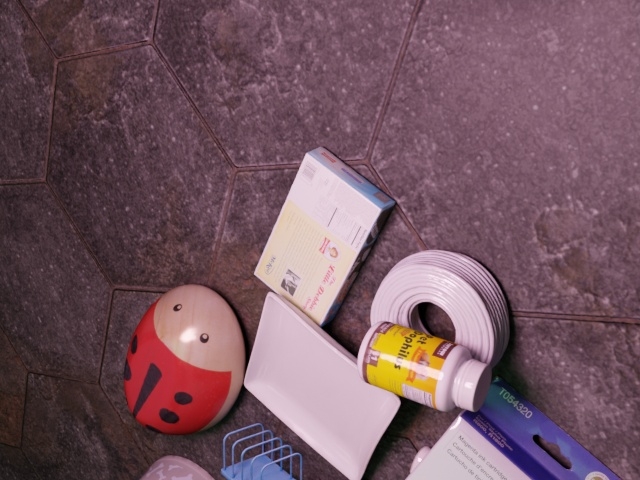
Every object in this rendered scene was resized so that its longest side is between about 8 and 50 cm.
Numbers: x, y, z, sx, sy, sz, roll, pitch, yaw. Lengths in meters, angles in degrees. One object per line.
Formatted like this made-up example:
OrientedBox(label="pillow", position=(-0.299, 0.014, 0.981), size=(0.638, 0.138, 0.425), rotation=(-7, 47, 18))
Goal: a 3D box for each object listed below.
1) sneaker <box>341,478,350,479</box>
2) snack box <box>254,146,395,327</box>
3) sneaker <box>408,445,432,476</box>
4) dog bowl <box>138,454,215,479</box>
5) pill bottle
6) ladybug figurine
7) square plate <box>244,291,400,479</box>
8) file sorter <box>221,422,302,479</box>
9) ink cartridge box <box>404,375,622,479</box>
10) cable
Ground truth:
OrientedBox(label="sneaker", position=(0.003, 0.601, 1.809), size=(0.286, 0.130, 0.109), rotation=(-20, 93, 39))
OrientedBox(label="snack box", position=(0.000, 0.000, 1.616), size=(0.187, 0.060, 0.322), rotation=(39, 127, 18))
OrientedBox(label="sneaker", position=(0.243, 0.542, 1.634), size=(0.163, 0.086, 0.226), rotation=(26, 120, 30))
OrientedBox(label="dog bowl", position=(-0.370, 0.745, 2.162), size=(0.349, 0.102, 0.348), rotation=(14, 116, 31))
OrientedBox(label="pill bottle", position=(0.180, 0.221, 1.417), size=(0.215, 0.117, 0.117), rotation=(15, 116, 29))
OrientedBox(label="ladybug figurine", position=(-0.337, 0.301, 1.916), size=(0.305, 0.162, 0.449), rotation=(41, 127, 20))
OrientedBox(label="square plate", position=(-0.002, 0.307, 1.712), size=(0.344, 0.049, 0.347), rotation=(37, 139, 19))
OrientedBox(label="file sorter", position=(-0.131, 0.500, 1.849), size=(0.170, 0.118, 0.104), rotation=(22, 116, 50))
OrientedBox(label="ink cartridge box", position=(0.332, 0.471, 1.466), size=(0.324, 0.071, 0.330), rotation=(40, 103, 18))
OrientedBox(label="cable", position=(0.213, 0.145, 1.496), size=(0.257, 0.089, 0.257), rotation=(14, 116, 32))
